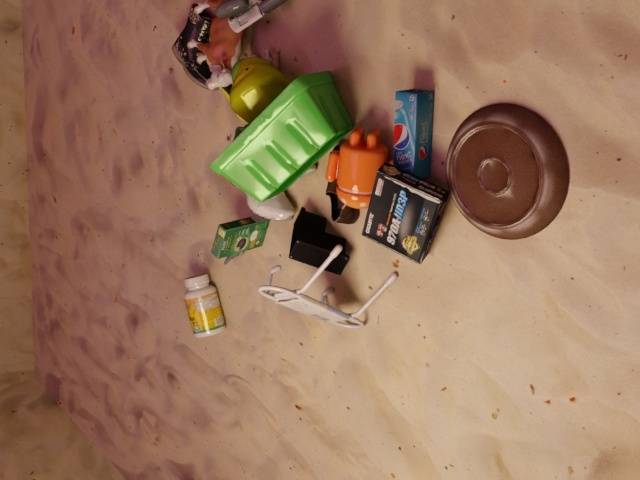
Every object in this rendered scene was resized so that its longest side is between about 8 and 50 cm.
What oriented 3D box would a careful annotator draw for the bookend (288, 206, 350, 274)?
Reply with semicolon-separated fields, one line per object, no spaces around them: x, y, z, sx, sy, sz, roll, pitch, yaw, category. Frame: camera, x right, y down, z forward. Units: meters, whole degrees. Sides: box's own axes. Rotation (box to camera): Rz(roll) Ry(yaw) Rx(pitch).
0.000;0.000;2.030;0.157;0.156;0.072;-85;18;-50;bookend

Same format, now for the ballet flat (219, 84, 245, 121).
-0.272;-0.459;2.184;0.231;0.077;0.077;59;152;11;ballet flat

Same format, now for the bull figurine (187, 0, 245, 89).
-0.291;-0.589;2.093;0.189;0.101;0.310;18;92;31;bull figurine

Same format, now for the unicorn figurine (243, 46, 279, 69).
-0.182;-0.492;2.084;0.162;0.060;0.111;-6;94;50;unicorn figurine

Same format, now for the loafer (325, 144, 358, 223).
0.055;-0.146;1.934;0.080;0.078;0.219;2;104;46;loafer

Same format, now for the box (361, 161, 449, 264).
0.204;-0.065;1.759;0.175;0.051;0.220;28;137;16;box

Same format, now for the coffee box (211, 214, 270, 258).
-0.245;-0.015;2.211;0.040;0.184;0.113;41;129;28;coffee box

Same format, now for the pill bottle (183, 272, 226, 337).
-0.411;0.226;2.510;0.118;0.118;0.208;-9;96;47;pill bottle

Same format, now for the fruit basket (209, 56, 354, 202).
-0.140;-0.341;1.914;0.392;0.283;0.391;6;107;20;fruit basket

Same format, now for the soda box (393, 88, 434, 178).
0.223;-0.256;1.730;0.067;0.071;0.210;16;114;42;soda box

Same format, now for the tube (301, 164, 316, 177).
-0.081;-0.297;2.045;0.062;0.070;0.240;85;166;-81;tube

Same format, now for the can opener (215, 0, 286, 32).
-0.154;-0.654;1.940;0.280;0.093;0.074;-22;87;26;can opener

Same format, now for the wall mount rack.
0.020;0.130;1.944;0.304;0.350;0.130;-14;58;49;wall mount rack

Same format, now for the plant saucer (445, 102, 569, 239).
0.399;-0.148;1.602;0.311;0.050;0.310;18;116;41;plant saucer

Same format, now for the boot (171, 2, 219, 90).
-0.364;-0.598;2.222;0.236;0.085;0.178;52;131;22;boot

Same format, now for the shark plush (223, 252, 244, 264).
-0.285;0.022;2.350;0.161;0.067;0.073;-34;78;46;shark plush

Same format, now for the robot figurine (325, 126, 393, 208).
0.108;-0.175;1.836;0.128;0.158;0.219;-136;47;-56;robot figurine

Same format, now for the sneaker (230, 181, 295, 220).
-0.176;-0.172;2.151;0.297;0.111;0.129;46;125;25;sneaker
